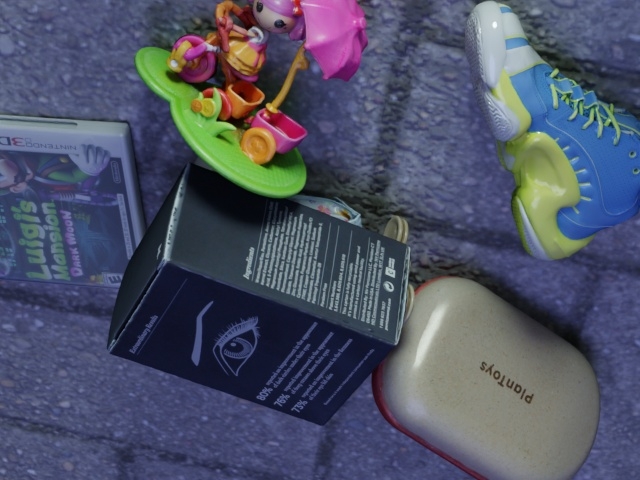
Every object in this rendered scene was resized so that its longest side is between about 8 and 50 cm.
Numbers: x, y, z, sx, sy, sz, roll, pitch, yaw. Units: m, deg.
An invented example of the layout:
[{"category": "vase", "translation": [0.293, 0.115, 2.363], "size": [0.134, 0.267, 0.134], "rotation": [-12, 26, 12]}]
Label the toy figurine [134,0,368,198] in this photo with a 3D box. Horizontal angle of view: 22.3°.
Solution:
[{"category": "toy figurine", "translation": [-0.038, -0.148, 1.268], "size": [0.173, 0.130, 0.159], "rotation": [42, 117, 6]}]

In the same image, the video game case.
[{"category": "video game case", "translation": [-0.245, -0.032, 1.461], "size": [0.173, 0.022, 0.190], "rotation": [5, 134, 9]}]

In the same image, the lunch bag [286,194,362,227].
[{"category": "lunch bag", "translation": [0.000, 0.000, 1.416], "size": [0.083, 0.053, 0.071], "rotation": [6, 133, 21]}]

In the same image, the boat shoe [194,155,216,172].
[{"category": "boat shoe", "translation": [-0.090, -0.014, 1.417], "size": [0.063, 0.066, 0.184], "rotation": [8, 134, -12]}]

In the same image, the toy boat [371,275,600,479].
[{"category": "toy boat", "translation": [0.138, 0.139, 1.479], "size": [0.231, 0.151, 0.151], "rotation": [34, 161, -18]}]

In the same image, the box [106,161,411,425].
[{"category": "box", "translation": [-0.052, 0.048, 1.351], "size": [0.207, 0.108, 0.153], "rotation": [22, 140, -15]}]

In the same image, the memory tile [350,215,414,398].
[{"category": "memory tile", "translation": [0.045, 0.060, 1.422], "size": [0.012, 0.113, 0.148], "rotation": [15, 135, -20]}]

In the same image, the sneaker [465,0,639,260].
[{"category": "sneaker", "translation": [0.194, -0.097, 1.274], "size": [0.126, 0.091, 0.240], "rotation": [-18, 128, 4]}]
